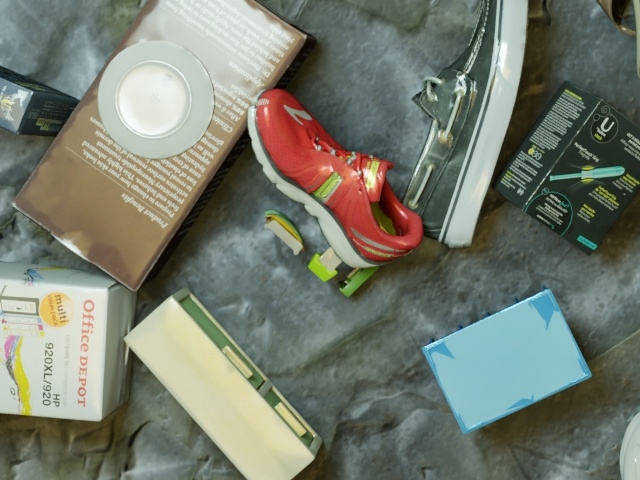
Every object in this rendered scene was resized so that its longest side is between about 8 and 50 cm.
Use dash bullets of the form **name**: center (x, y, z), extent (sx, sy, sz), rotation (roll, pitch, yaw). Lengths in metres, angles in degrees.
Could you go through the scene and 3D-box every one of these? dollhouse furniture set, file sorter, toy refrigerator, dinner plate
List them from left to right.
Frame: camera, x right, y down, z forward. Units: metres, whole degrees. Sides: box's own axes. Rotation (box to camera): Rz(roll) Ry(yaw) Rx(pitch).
- **dinner plate**: center (-0.197, -0.167, 1.781), extent (0.141, 0.017, 0.141), rotation (0, 95, 5)
- **toy refrigerator**: center (-0.117, 0.187, 1.899), extent (0.094, 0.102, 0.269), rotation (-41, 89, 8)
- **dollhouse furniture set**: center (0.000, 0.000, 1.883), extent (0.152, 0.076, 0.058), rotation (42, 101, -9)
- **file sorter**: center (0.229, 0.141, 1.855), extent (0.170, 0.104, 0.118), rotation (-26, 93, 8)

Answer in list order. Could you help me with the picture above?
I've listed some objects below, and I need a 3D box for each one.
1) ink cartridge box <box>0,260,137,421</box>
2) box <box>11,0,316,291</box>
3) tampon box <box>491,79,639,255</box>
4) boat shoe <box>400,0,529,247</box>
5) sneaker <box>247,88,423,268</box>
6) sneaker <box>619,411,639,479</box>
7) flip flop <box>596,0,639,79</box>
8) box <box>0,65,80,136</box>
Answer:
- **ink cartridge box**: center (-0.362, 0.122, 1.884), extent (0.233, 0.168, 0.171), rotation (5, 95, 5)
- **box**: center (-0.189, -0.147, 1.858), extent (0.191, 0.143, 0.381), rotation (36, 96, 1)
- **tampon box**: center (0.310, -0.088, 1.807), extent (0.120, 0.101, 0.161), rotation (32, 98, -25)
- **boat shoe**: center (0.168, -0.157, 1.824), extent (0.119, 0.121, 0.335), rotation (14, 99, 0)
- **sneaker**: center (0.027, -0.085, 1.785), extent (0.118, 0.107, 0.279), rotation (-17, 126, 41)
- **sneaker**: center (0.448, 0.220, 1.816), extent (0.114, 0.152, 0.305), rotation (20, 99, 2)
- **flip flop**: center (0.364, -0.324, 1.804), extent (0.080, 0.112, 0.277), rotation (-14, 97, 33)
- **box**: center (-0.408, -0.185, 1.828), extent (0.183, 0.233, 0.059), rotation (22, 95, 3)
